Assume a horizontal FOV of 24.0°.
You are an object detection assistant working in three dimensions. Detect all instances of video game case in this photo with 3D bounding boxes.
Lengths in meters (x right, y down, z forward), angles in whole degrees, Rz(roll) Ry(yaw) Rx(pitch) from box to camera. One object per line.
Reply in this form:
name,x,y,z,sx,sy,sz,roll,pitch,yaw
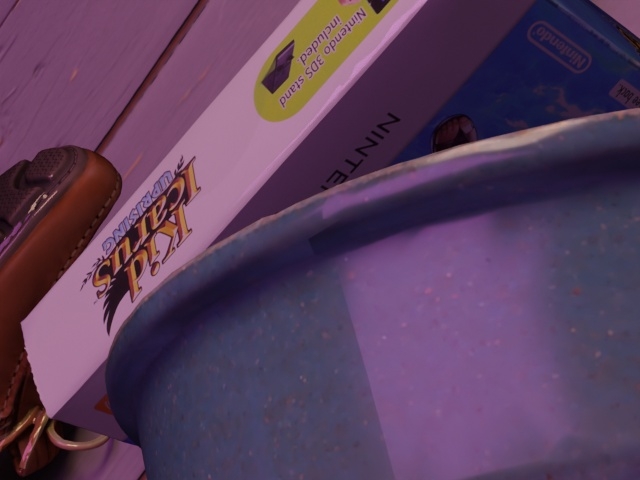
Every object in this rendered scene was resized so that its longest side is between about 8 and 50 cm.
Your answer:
video game case,0.055,0.014,0.636,0.244,0.269,0.061,-47,43,20

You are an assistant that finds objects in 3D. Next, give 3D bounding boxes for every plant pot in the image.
plant pot,0.110,0.186,0.449,0.341,0.341,0.334,-26,58,37

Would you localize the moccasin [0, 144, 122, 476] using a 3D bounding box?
moccasin,-0.229,0.113,1.024,0.380,0.147,0.139,-64,23,3
